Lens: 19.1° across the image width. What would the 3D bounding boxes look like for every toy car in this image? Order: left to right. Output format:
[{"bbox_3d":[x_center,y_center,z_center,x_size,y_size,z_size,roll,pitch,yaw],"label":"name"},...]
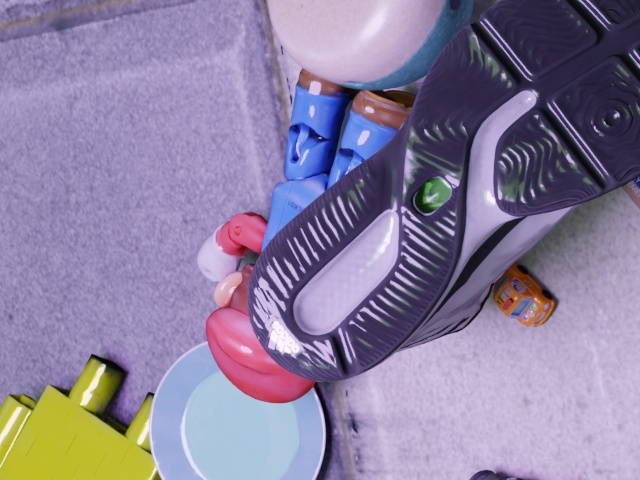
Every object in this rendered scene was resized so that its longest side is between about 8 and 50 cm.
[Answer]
[{"bbox_3d":[0.146,0.067,1.675,0.122,0.040,0.060,-34,80,37],"label":"toy car"}]

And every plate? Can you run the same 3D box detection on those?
[{"bbox_3d":[-0.079,0.187,1.862,0.188,0.024,0.188,0,90,20],"label":"plate"}]

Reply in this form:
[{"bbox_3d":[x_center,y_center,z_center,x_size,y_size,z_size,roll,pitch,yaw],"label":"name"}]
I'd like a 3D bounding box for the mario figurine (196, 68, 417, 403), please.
[{"bbox_3d":[0.000,0.000,1.746,0.320,0.170,0.198,-69,24,15],"label":"mario figurine"}]

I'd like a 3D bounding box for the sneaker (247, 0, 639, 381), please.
[{"bbox_3d":[0.142,-0.061,1.532,0.447,0.257,0.169,-39,83,6],"label":"sneaker"}]

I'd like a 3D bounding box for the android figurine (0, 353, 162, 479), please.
[{"bbox_3d":[-0.255,0.261,1.951,0.248,0.056,0.273,32,91,28],"label":"android figurine"}]

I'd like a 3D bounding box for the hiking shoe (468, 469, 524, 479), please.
[{"bbox_3d":[0.179,0.319,1.683,0.114,0.086,0.227,1,101,41],"label":"hiking shoe"}]

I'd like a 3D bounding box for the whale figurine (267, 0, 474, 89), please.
[{"bbox_3d":[0.060,-0.259,1.623,0.216,0.141,0.272,-1,76,41],"label":"whale figurine"}]

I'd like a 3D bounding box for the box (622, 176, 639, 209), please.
[{"bbox_3d":[0.320,-0.107,1.502,0.136,0.036,0.225,53,125,15],"label":"box"}]
